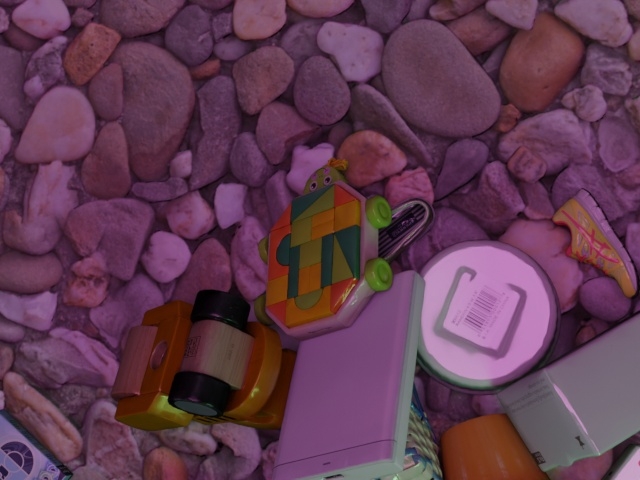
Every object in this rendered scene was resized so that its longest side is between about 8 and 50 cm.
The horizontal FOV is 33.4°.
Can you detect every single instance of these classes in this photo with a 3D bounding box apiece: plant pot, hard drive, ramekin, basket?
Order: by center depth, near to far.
[{"bbox_3d":[0.047,0.225,1.708,0.233,0.047,0.353,-21,40,33],"label":"hard drive"},{"bbox_3d":[0.287,0.396,1.767,0.205,0.205,0.187,-18,64,6],"label":"plant pot"},{"bbox_3d":[0.066,0.345,1.793,0.255,0.201,0.289,-28,44,6],"label":"basket"},{"bbox_3d":[0.275,0.127,1.825,0.277,0.135,0.277,-1,83,8],"label":"ramekin"}]

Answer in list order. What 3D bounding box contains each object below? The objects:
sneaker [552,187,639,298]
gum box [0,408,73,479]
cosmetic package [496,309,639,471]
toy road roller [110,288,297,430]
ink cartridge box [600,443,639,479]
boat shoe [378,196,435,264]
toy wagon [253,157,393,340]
[{"bbox_3d":[0.476,0.018,1.845,0.094,0.081,0.208,-32,72,10],"label":"sneaker"},{"bbox_3d":[-0.575,0.430,1.958,0.184,0.041,0.157,40,89,10],"label":"gum box"},{"bbox_3d":[0.497,0.202,1.681,0.385,0.217,0.156,-24,77,-20],"label":"cosmetic package"},{"bbox_3d":[-0.184,0.235,1.842,0.330,0.241,0.202,-17,52,49],"label":"toy road roller"},{"bbox_3d":[0.519,0.461,1.768,0.148,0.086,0.203,39,89,11],"label":"ink cartridge box"},{"bbox_3d":[0.072,0.022,1.889,0.302,0.094,0.109,-41,79,1],"label":"boat shoe"},{"bbox_3d":[0.000,0.000,1.851,0.267,0.068,0.344,-20,56,35],"label":"toy wagon"}]
